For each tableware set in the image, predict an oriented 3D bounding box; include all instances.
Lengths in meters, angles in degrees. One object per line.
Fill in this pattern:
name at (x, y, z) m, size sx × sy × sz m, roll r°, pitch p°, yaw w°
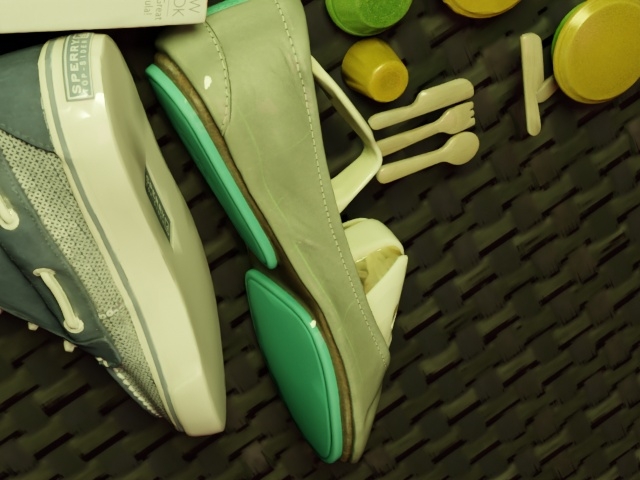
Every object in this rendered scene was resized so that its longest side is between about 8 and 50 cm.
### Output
tableware set at (0.075, -0.090, 0.612) m, size 0.154 × 0.024 × 0.104 m, roll -21°, pitch 125°, yaw -16°

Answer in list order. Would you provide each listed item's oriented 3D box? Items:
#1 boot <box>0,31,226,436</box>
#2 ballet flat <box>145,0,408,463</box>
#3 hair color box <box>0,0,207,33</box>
boot at (-0.092, 0.007, 0.559) m, size 0.086 × 0.069 × 0.190 m, roll -10°, pitch 135°, yaw 6°
ballet flat at (0.000, 0.000, 0.593) m, size 0.068 × 0.072 × 0.213 m, roll -32°, pitch 130°, yaw -14°
hair color box at (-0.115, -0.111, 0.466) m, size 0.167 × 0.053 × 0.093 m, roll -8°, pitch 122°, yaw -27°
